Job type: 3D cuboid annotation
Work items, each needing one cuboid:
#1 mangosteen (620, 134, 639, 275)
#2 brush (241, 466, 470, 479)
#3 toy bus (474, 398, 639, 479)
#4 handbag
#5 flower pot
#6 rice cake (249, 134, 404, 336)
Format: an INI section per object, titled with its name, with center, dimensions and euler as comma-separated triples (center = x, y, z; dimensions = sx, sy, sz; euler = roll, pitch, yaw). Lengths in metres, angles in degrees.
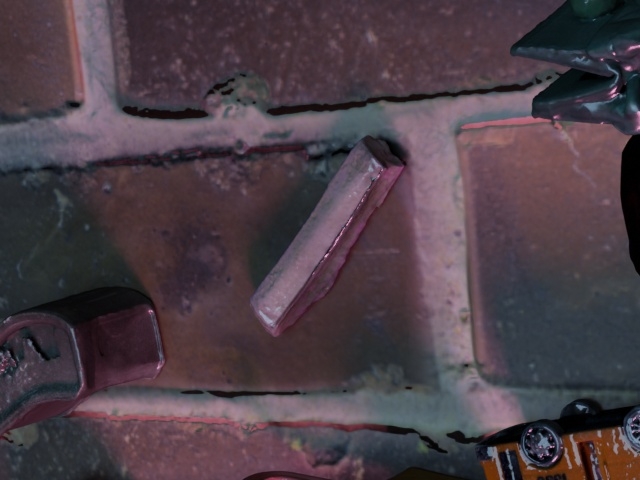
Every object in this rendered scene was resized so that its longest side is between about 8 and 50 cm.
[mangosteen]
center = 0.301, -0.012, 1.029
dimensions = 0.230, 0.194, 0.194
euler = 44, 121, 3
[brush]
center = 0.034, 0.212, 1.306
dimensions = 0.233, 0.103, 0.047
euler = 9, 101, 35
[toy bus]
center = 0.216, 0.170, 1.176
dimensions = 0.182, 0.091, 0.103
euler = -14, 90, 34
[handbag]
center = 0.287, -0.156, 0.947
dimensions = 0.269, 0.274, 0.100
euler = 4, 117, 36
[flower pot]
center = -0.263, 0.118, 1.494
dimensions = 0.229, 0.108, 0.103
euler = -23, 86, 37
[rice cake]
center = 0.000, 0.000, 1.332
dimensions = 0.047, 0.036, 0.206
euler = 52, 124, 31
